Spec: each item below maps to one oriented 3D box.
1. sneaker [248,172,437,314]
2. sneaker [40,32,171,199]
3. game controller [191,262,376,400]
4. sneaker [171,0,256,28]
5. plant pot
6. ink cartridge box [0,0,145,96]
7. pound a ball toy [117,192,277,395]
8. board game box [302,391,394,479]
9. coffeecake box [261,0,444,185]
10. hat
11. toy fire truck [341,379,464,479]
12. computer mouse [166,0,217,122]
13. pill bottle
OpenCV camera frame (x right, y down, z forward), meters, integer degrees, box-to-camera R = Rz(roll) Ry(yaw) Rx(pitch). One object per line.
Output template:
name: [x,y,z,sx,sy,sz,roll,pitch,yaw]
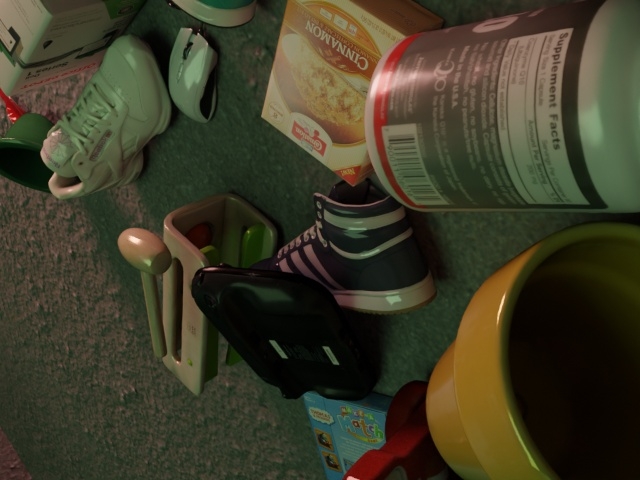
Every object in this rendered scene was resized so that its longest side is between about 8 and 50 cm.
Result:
sneaker: [0.000,0.000,0.900,0.282,0.099,0.153,0,115,42]
sneaker: [-0.305,-0.156,1.064,0.114,0.152,0.305,49,138,13]
game controller: [-0.035,0.122,0.933,0.167,0.067,0.319,-4,148,16]
sneaker: [-0.178,-0.377,0.809,0.296,0.124,0.178,36,141,12]
plant pot: [0.217,0.139,0.681,0.254,0.254,0.239,52,156,6]
ink cartridge box: [-0.346,-0.297,1.006,0.219,0.160,0.092,-28,93,51]
pound a ball toy: [-0.186,0.070,1.047,0.136,0.208,0.319,38,138,31]
board game box: [0.063,0.308,1.084,0.160,0.039,0.211,5,119,43]
coffeecake box: [0.025,-0.174,0.784,0.142,0.068,0.185,38,137,19]
hat: [-0.475,-0.202,1.305,0.209,0.183,0.173,19,153,-20]
toy fire truck: [0.131,0.321,0.855,0.169,0.254,0.302,9,121,42]
computer mouse: [-0.163,-0.229,0.958,0.106,0.042,0.193,33,134,25]
pill bottle: [0.189,-0.102,0.594,0.283,0.161,0.161,2,116,44]
